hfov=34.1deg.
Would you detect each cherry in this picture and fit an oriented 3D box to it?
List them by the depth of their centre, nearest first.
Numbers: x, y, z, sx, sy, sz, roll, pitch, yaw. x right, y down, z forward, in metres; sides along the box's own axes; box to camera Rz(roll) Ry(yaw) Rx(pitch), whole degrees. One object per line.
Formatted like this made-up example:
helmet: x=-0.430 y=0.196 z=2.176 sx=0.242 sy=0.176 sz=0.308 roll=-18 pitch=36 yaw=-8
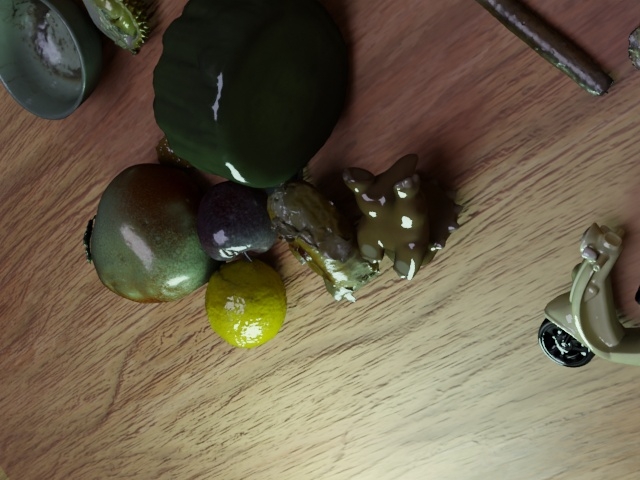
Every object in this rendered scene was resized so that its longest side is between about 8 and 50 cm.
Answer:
cherry: x=-0.166 y=-0.041 z=2.112 sx=0.176 sy=0.176 sz=0.140 roll=53 pitch=159 yaw=2

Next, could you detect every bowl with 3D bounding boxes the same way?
bowl: x=-0.563 y=-0.415 z=2.227 sx=0.289 sy=0.146 sz=0.289 roll=18 pitch=124 yaw=28

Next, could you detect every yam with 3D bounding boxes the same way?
yam: x=0.347 y=-0.314 z=1.623 sx=0.264 sy=0.046 sz=0.046 roll=43 pitch=134 yaw=12

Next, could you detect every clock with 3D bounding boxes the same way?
clock: x=0.531 y=0.108 z=1.676 sx=0.379 sy=0.120 sz=0.276 roll=8 pitch=123 yaw=30

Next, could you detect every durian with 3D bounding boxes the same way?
durian: x=-0.397 y=-0.455 z=2.115 sx=0.146 sy=0.102 sz=0.208 roll=24 pitch=150 yaw=29

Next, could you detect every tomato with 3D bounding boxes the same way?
tomato: x=-0.362 y=-0.004 z=2.228 sx=0.303 sy=0.239 sz=0.303 roll=18 pitch=120 yaw=34

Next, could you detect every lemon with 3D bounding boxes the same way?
lemon: x=-0.157 y=0.131 z=2.195 sx=0.180 sy=0.180 sz=0.193 roll=41 pitch=149 yaw=13

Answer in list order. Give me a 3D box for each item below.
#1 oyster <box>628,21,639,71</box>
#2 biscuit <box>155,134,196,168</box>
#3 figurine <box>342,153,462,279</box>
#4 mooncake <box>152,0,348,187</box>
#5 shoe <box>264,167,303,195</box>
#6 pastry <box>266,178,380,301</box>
oyster: x=0.525 y=-0.255 z=1.507 sx=0.177 sy=0.056 sz=0.105 roll=42 pitch=145 yaw=13
biscuit: x=-0.261 y=-0.213 z=2.183 sx=0.237 sy=0.026 sz=0.131 roll=6 pitch=116 yaw=37
figurine: x=0.155 y=-0.060 z=1.834 sx=0.177 sy=0.173 sz=0.247 roll=10 pitch=135 yaw=38
mooncake: x=-0.120 y=-0.276 z=1.807 sx=0.194 sy=0.356 sz=0.356 roll=23 pitch=127 yaw=33
shoe: x=-0.141 y=-0.193 z=2.019 sx=0.114 sy=0.137 sz=0.291 roll=-26 pitch=99 yaw=45
pastry: x=-0.003 y=-0.003 z=1.964 sx=0.257 sy=0.121 sz=0.236 roll=44 pitch=173 yaw=17
